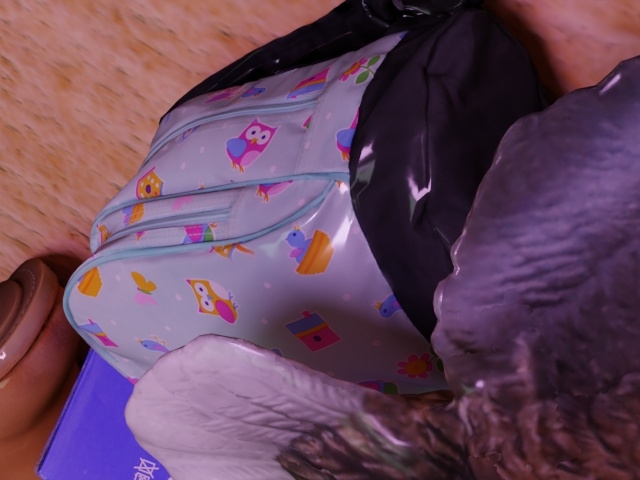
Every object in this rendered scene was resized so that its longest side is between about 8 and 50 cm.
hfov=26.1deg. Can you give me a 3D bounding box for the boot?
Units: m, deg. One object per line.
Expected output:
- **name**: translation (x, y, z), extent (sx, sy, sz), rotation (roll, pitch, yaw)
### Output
- **boot**: translation (-0.116, 0.136, 0.745), extent (0.220, 0.109, 0.283), rotation (35, 141, -6)

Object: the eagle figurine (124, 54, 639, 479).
- **eagle figurine**: translation (0.117, 0.058, 0.347), extent (0.225, 0.298, 0.226), rotation (55, 160, -4)

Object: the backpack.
- **backpack**: translation (0.000, 0.000, 0.475), extent (0.182, 0.115, 0.152), rotation (-6, 128, 41)

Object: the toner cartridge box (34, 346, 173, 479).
- **toner cartridge box**: translation (0.072, 0.134, 0.563), extent (0.348, 0.075, 0.165), rotation (17, 168, 24)
